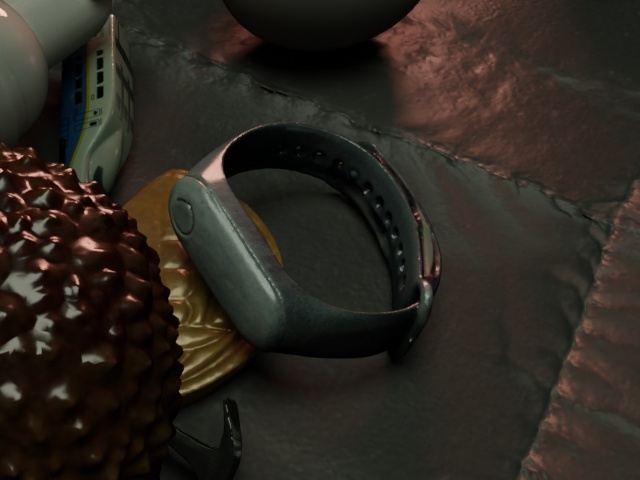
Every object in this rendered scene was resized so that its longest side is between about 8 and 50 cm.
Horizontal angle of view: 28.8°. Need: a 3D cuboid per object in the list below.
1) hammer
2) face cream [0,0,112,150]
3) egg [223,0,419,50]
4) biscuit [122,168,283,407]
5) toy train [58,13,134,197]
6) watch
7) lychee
[{"bbox_3d":[-0.135,0.106,0.846,0.201,0.021,0.078,30,85,24],"label":"hammer"},{"bbox_3d":[-0.296,-0.104,0.934,0.145,0.145,0.370,34,56,22],"label":"face cream"},{"bbox_3d":[0.006,-0.241,1.097,0.199,0.146,0.146,-6,49,-20],"label":"egg"},{"bbox_3d":[-0.098,0.030,0.927,0.142,0.029,0.220,4,48,-3],"label":"biscuit"},{"bbox_3d":[-0.180,-0.086,0.998,0.051,0.052,0.233,-15,49,7],"label":"toy train"},{"bbox_3d":[0.000,0.000,0.917,0.193,0.068,0.206,-16,57,-39],"label":"watch"},{"bbox_3d":[-0.215,0.079,0.715,0.268,0.267,0.267,3,49,-3],"label":"lychee"}]
